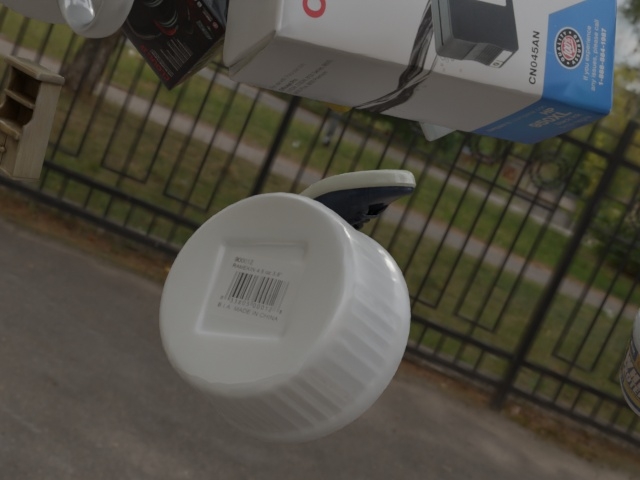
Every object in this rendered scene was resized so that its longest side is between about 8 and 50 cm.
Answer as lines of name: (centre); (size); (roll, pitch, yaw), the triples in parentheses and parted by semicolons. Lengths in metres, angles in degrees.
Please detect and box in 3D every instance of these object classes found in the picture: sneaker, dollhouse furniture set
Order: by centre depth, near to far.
dollhouse furniture set: (-0.504, -0.182, 1.391); (0.242, 0.161, 0.212); (4, 19, -46)
sneaker: (0.000, 0.000, 1.516); (0.350, 0.148, 0.131); (-21, -13, 32)

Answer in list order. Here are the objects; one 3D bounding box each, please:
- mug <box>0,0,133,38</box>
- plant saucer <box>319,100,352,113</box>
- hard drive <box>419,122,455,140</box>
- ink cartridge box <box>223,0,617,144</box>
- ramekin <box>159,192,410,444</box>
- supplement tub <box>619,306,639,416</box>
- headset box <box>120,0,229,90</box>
mug: (-0.340, -0.472, 1.441); (0.276, 0.374, 0.328); (-3, -19, -37)
plant saucer: (0.003, -0.438, 1.755); (0.333, 0.333, 0.081); (37, 9, 36)
hard drive: (0.204, -0.363, 1.561); (0.047, 0.233, 0.353); (-111, 176, -76)
ink cartridge box: (0.116, -0.288, 1.091); (0.395, 0.285, 0.166); (8, -9, -21)
ramekin: (-0.050, 0.080, 1.143); (0.277, 0.277, 0.135); (32, -8, 37)
supplement tub: (0.475, 0.146, 1.307); (0.144, 0.144, 0.199); (28, -27, 25)
headset box: (-0.257, -0.417, 1.781); (0.218, 0.110, 0.293); (53, -33, -7)
